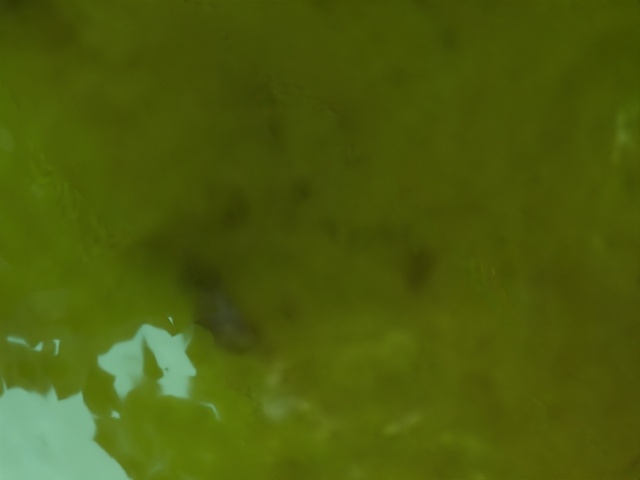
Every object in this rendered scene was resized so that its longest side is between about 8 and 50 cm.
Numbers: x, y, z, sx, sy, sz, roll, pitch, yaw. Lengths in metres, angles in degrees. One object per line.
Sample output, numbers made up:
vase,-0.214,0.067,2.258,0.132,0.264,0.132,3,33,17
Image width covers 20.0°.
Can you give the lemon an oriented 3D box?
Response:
lemon,0.000,0.000,0.619,0.387,0.350,0.350,44,-173,-38
